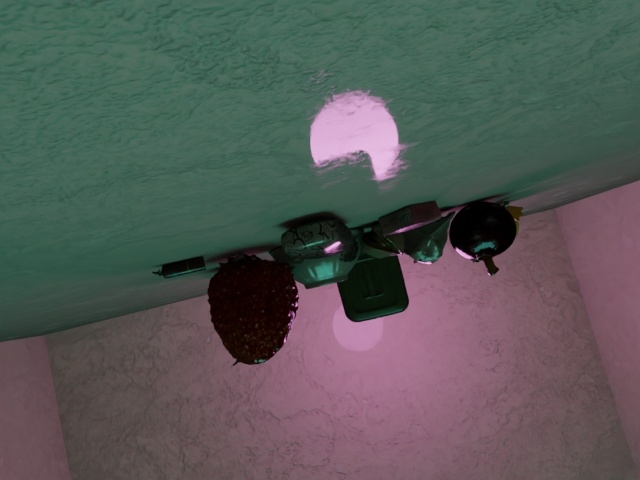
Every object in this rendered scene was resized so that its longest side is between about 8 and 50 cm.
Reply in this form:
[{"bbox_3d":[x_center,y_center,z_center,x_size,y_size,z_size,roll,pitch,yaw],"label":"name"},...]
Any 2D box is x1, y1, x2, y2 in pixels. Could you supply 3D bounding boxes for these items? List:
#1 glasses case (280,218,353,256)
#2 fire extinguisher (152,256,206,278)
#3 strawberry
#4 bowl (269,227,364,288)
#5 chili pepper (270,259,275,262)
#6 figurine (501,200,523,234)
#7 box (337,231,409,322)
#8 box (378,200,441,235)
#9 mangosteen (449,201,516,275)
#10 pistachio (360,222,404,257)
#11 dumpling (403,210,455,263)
[{"bbox_3d":[0.000,0.000,1.159,0.137,0.085,0.354,-14,174,10],"label":"glasses case"},{"bbox_3d":[-0.374,0.074,1.211,0.132,0.039,0.056,-13,165,-12],"label":"fire extinguisher"},{"bbox_3d":[-0.211,0.216,1.357,0.292,0.343,0.292,5,145,4],"label":"strawberry"},{"bbox_3d":[0.003,0.075,1.551,0.337,0.157,0.337,-13,174,-1],"label":"bowl"},{"bbox_3d":[-0.236,0.132,1.913,0.073,0.072,0.204,-12,174,-36],"label":"chili pepper"},{"bbox_3d":[0.727,-0.064,1.893,0.215,0.187,0.343,-6,170,9],"label":"figurine"},{"bbox_3d":[0.193,0.128,1.792,0.252,0.329,0.178,-13,-174,10],"label":"box"},{"bbox_3d":[0.257,-0.063,1.326,0.111,0.060,0.156,-12,175,-31],"label":"box"},{"bbox_3d":[0.577,-0.002,1.619,0.235,0.261,0.235,-4,155,-2],"label":"mangosteen"},{"bbox_3d":[0.209,0.003,1.498,0.129,0.131,0.206,-61,158,13],"label":"pistachio"},{"bbox_3d":[0.375,-0.025,1.624,0.163,0.204,0.293,18,-161,21],"label":"dumpling"}]
